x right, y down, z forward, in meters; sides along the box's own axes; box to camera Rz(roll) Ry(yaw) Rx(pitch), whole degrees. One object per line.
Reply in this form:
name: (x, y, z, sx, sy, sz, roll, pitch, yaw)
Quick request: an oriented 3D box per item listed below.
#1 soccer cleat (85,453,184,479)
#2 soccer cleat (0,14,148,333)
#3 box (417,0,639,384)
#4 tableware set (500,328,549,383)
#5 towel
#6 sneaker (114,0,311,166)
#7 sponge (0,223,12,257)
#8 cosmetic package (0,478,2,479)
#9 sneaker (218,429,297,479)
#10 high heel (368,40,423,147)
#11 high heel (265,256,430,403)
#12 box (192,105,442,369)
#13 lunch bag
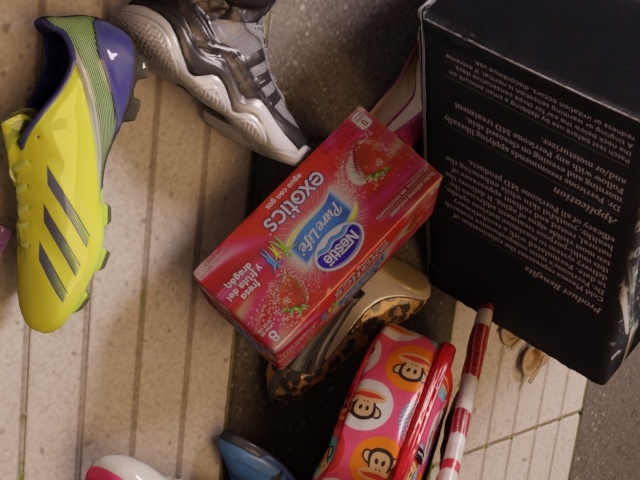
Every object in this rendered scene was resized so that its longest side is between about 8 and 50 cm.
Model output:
soccer cleat: (-0.151, 0.310, 1.206, 0.143, 0.116, 0.331, -53, 141, -30)
soccer cleat: (-0.243, -0.061, 0.975, 0.121, 0.093, 0.289, 11, 94, -44)
box: (0.374, -0.171, 1.318, 0.480, 0.297, 0.471, -44, 151, -24)
tableware set: (0.338, 0.134, 1.680, 0.141, 0.020, 0.168, -48, 133, -21)
towel: (0.160, 0.269, 1.354, 0.237, 0.037, 0.329, 92, 14, -50)
sneaker: (-0.070, -0.190, 1.084, 0.268, 0.101, 0.153, 39, 79, -43)
sponge: (-0.363, 0.061, 0.942, 0.117, 0.031, 0.210, 30, 83, -47)
cosmetic package: (-0.393, 0.294, 0.952, 0.238, 0.107, 0.127, -26, 125, -40)
sneaker: (-0.071, 0.306, 1.301, 0.082, 0.069, 0.209, -51, 135, -19)
high heel: (0.097, -0.177, 1.284, 0.117, 0.082, 0.244, 15, 103, -46)
high heel: (0.034, 0.111, 1.351, 0.186, 0.093, 0.261, -55, 158, 23)
box: (0.000, 0.000, 1.157, 0.257, 0.123, 0.128, -46, 168, -11)
lunch bag: (0.081, 0.241, 1.322, 0.293, 0.120, 0.258, 93, 18, -53)
